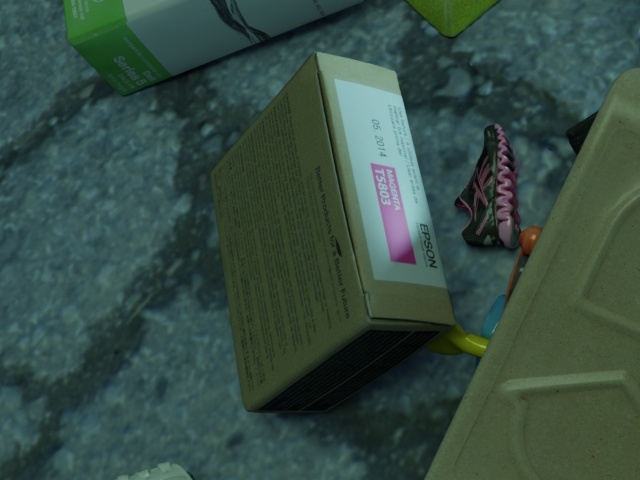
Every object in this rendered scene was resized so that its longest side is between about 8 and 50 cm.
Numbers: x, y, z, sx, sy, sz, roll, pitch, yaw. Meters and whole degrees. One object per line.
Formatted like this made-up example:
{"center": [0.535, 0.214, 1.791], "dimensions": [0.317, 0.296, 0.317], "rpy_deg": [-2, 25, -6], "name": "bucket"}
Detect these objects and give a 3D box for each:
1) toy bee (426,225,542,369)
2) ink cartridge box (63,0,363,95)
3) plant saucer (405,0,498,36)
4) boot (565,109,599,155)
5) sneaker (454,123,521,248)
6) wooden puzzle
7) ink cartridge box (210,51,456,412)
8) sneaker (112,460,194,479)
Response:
{"center": [0.159, 0.061, 0.840], "dimensions": [0.195, 0.162, 0.298], "rpy_deg": [-4, 66, 16], "name": "toy bee"}
{"center": [-0.114, -0.292, 1.089], "dimensions": [0.273, 0.115, 0.198], "rpy_deg": [-18, 63, 11], "name": "ink cartridge box"}
{"center": [0.135, -0.320, 1.079], "dimensions": [0.188, 0.045, 0.188], "rpy_deg": [-39, 62, -4], "name": "plant saucer"}
{"center": [0.365, -0.042, 0.860], "dimensions": [0.338, 0.118, 0.222], "rpy_deg": [-23, 84, -16], "name": "boot"}
{"center": [0.143, -0.047, 0.960], "dimensions": [0.057, 0.047, 0.119], "rpy_deg": [-9, 63, 24], "name": "sneaker"}
{"center": [0.273, 0.103, 0.727], "dimensions": [0.322, 0.080, 0.348], "rpy_deg": [25, 92, 5], "name": "wooden puzzle"}
{"center": [0.000, 0.000, 0.894], "dimensions": [0.193, 0.088, 0.234], "rpy_deg": [-40, 52, 47], "name": "ink cartridge box"}
{"center": [-0.148, 0.229, 0.898], "dimensions": [0.229, 0.087, 0.092], "rpy_deg": [10, 63, 12], "name": "sneaker"}
